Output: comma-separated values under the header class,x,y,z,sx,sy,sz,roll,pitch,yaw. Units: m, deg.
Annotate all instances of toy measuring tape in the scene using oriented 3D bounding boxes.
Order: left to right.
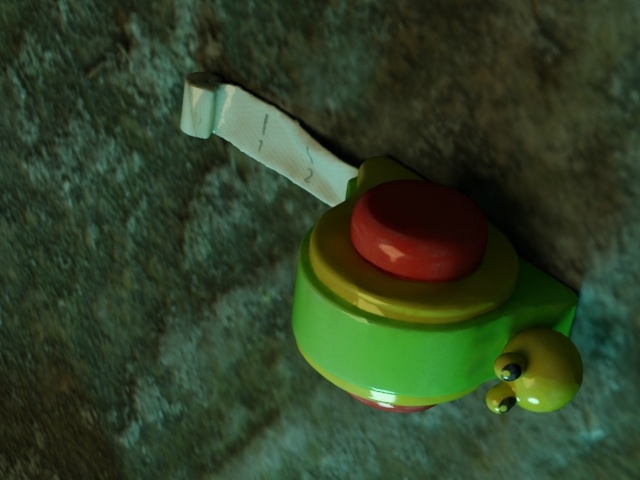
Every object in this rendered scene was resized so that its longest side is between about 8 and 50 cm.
class,x,y,z,sx,sy,sz,roll,pitch,yaw
toy measuring tape,0.000,0.000,0.840,0.330,0.121,0.121,35,131,35
